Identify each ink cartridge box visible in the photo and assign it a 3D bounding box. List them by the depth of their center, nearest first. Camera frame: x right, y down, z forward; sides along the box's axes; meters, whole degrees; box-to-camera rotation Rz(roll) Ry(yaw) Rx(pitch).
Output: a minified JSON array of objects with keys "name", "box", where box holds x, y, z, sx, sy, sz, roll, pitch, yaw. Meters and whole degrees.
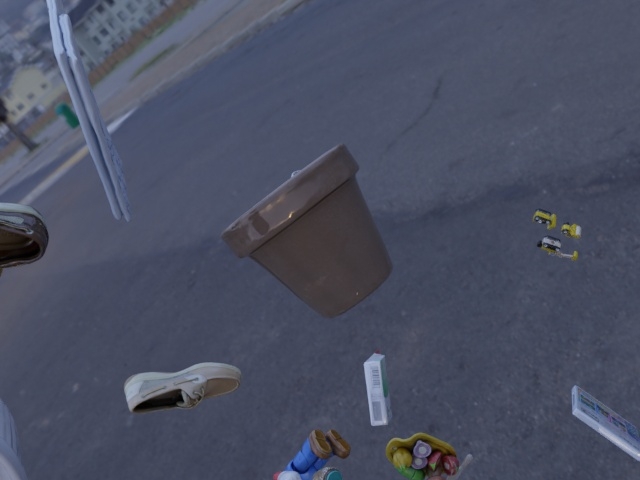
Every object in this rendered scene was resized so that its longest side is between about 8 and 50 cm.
[{"name":"ink cartridge box","box":[0.182,0.421,2.113,0.056,0.181,0.224,-7,0,17]}]

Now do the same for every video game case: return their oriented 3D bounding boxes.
[{"name":"video game case","box":[0.595,0.377,1.512,0.019,0.157,0.143,-58,-11,17]}]

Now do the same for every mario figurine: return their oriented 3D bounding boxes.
[{"name":"mario figurine","box":[-0.046,0.643,1.867,0.320,0.198,0.170,-53,17,18]}]

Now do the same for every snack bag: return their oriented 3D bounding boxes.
[{"name":"snack bag","box":[-0.400,-0.247,1.248,0.037,0.323,0.342,-18,42,-11]}]

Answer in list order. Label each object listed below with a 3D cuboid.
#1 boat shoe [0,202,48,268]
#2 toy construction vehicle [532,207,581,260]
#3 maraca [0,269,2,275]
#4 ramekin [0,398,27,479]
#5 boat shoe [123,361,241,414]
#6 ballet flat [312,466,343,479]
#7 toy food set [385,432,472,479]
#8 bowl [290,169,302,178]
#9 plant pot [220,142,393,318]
[{"name":"boat shoe","box":[-0.461,0.000,0.870,0.257,0.095,0.095,-7,30,-27]},{"name":"toy construction vehicle","box":[0.459,-0.009,1.422,0.035,0.098,0.086,113,173,-55]},{"name":"maraca","box":[-0.556,0.006,1.129,0.099,0.186,0.127,-9,13,7]},{"name":"ramekin","box":[-0.460,0.254,0.793,0.273,0.273,0.127,-38,30,5]},{"name":"boat shoe","box":[-0.340,0.385,1.844,0.098,0.302,0.109,-121,38,-48]},{"name":"ballet flat","box":[0.022,0.552,1.437,0.073,0.206,0.067,2,-10,-37]},{"name":"toy food set","box":[0.259,0.538,1.722,0.128,0.217,0.071,-56,17,29]},{"name":"bowl","box":[-0.012,-0.137,2.048,0.142,0.142,0.053,-11,-35,-42]},{"name":"plant pot","box":[0.000,0.000,1.235,0.263,0.229,0.263,-37,5,4]}]
